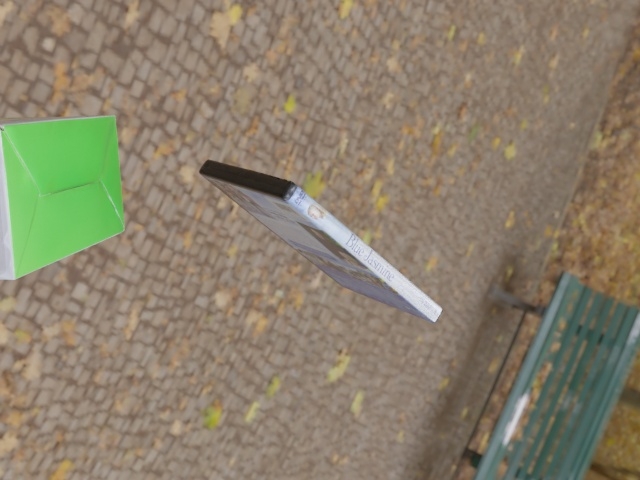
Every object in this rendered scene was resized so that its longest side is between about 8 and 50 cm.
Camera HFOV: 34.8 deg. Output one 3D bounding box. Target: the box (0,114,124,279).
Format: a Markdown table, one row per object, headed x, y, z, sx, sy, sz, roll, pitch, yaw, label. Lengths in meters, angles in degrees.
| x | y | z | sx | sy | sz | roll | pitch | yaw | label |
| --- | --- | --- | --- | --- | --- | --- | --- | --- | --- |
| -0.328 | -0.048 | 0.905 | 0.262 | 0.231 | 0.126 | -51 | 138 | -79 | box |

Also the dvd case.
| x | y | z | sx | sy | sz | roll | pitch | yaw | label |
| --- | --- | --- | --- | --- | --- | --- | --- | --- | --- |
| 0.000 | 0.000 | 1.106 | 0.253 | 0.180 | 0.022 | 39 | 79 | -34 | dvd case |
